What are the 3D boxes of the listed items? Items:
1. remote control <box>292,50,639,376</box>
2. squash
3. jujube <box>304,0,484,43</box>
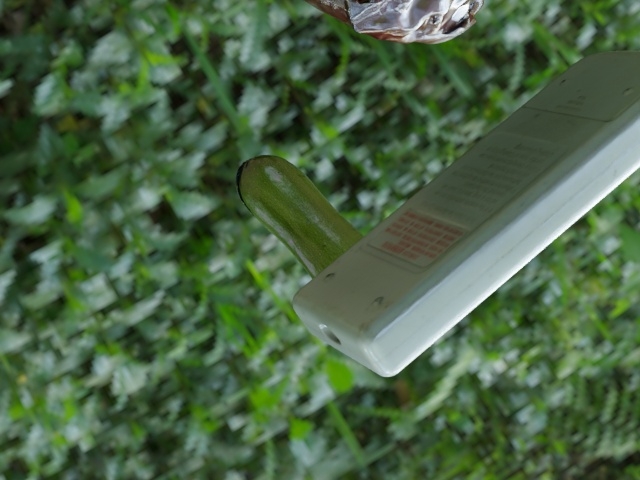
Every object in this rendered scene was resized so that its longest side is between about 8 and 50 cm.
[{"bbox_3d":[0.077,-0.017,0.679,0.190,0.087,0.029,-40,112,-12],"label":"remote control"},{"bbox_3d":[0.000,0.000,1.144,0.052,0.183,0.052,-29,146,-22],"label":"squash"},{"bbox_3d":[0.062,-0.267,0.789,0.216,0.216,0.342,-9,124,-38],"label":"jujube"}]
